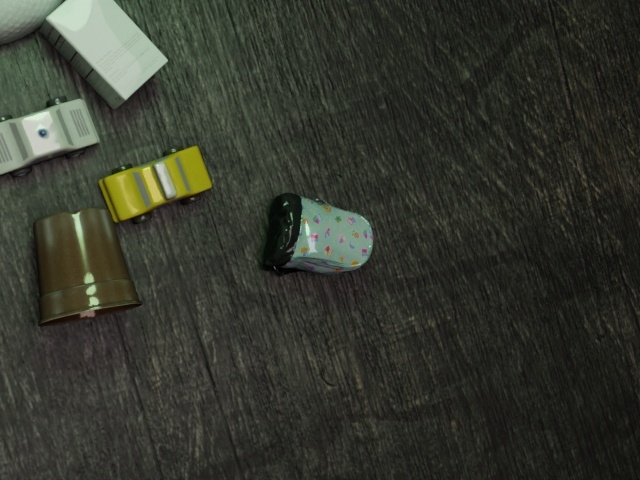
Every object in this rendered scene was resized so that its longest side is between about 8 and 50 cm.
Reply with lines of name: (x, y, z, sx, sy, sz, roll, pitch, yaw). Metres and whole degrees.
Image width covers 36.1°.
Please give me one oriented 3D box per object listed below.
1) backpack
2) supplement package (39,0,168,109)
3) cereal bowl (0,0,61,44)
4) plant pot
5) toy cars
backpack: (0.000, 0.000, 1.750, 0.182, 0.115, 0.151, 15, 80, -23)
supplement package: (-0.359, -0.322, 1.624, 0.105, 0.105, 0.179, -46, 104, -16)
cereal bowl: (-0.547, -0.484, 1.538, 0.339, 0.141, 0.338, 1, 86, -21)
plant pot: (-0.383, 0.040, 1.577, 0.167, 0.167, 0.165, -9, 83, -22)
toy cars: (-0.361, -0.135, 1.624, 0.394, 0.087, 0.176, 21, 80, -20)
